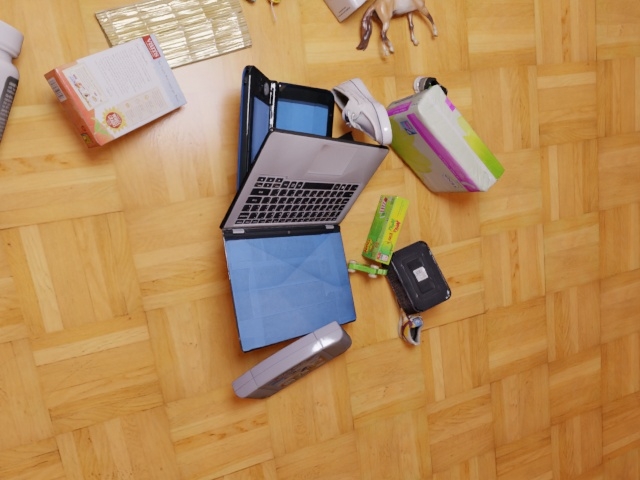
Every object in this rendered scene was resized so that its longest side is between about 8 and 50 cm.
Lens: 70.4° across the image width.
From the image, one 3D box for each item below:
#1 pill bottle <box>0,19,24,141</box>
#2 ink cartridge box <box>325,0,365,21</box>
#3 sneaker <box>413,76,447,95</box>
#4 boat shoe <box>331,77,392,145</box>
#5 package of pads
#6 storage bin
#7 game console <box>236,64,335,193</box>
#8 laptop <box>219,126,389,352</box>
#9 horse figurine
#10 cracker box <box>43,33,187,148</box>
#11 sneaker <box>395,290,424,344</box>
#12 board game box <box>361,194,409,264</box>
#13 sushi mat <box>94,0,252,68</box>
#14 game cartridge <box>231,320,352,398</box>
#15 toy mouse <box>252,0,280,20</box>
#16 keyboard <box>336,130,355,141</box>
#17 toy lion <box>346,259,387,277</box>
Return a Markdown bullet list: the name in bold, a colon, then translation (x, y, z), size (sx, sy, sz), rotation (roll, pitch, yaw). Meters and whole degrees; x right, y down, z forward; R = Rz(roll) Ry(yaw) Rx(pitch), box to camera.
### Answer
- **pill bottle**: translation (-0.681, -0.285, 0.862), size (0.161, 0.161, 0.283), rotation (17, 91, -21)
- **ink cartridge box**: translation (0.050, -0.719, 1.090), size (0.201, 0.117, 0.278), rotation (-45, 110, -9)
- **sneaker**: translation (0.325, -0.383, 1.261), size (0.063, 0.075, 0.170), rotation (-40, 109, -11)
- **boat shoe**: translation (0.096, -0.309, 1.116), size (0.084, 0.258, 0.095), rotation (-18, 135, -7)
- **package of pads**: translation (0.301, -0.248, 1.191), size (0.296, 0.229, 0.101), rotation (44, 79, -19)
- **storage bin**: translation (0.267, 0.105, 1.272), size (0.122, 0.084, 0.180), rotation (-23, 82, -15)
- **game console**: translation (-0.073, -0.230, 1.059), size (0.173, 0.250, 0.293), rotation (4, 97, 8)
- **laptop**: translation (0.000, 0.000, 1.029), size (0.382, 0.236, 0.408), rotation (-5, 138, -46)
- **horse figurine**: translation (0.204, -0.593, 1.193), size (0.263, 0.066, 0.174), rotation (-28, 112, -17)
- **cracker box**: translation (-0.414, -0.313, 0.944), size (0.232, 0.067, 0.155), rotation (-44, 123, -37)
- **sneaker**: translation (0.267, 0.212, 1.320), size (0.069, 0.084, 0.185), rotation (-11, 102, -18)
- **board game box**: translation (0.177, -0.032, 1.248), size (0.043, 0.092, 0.181), rotation (18, 91, -21)
- **sushi mat**: translation (-0.325, -0.482, 1.039), size (0.316, 0.019, 0.151), rotation (-23, 106, -15)
- **game cartridge**: translation (-0.064, 0.308, 1.138), size (0.297, 0.198, 0.062), rotation (-31, 71, 0)
- **toy mouse**: translation (-0.152, -0.625, 1.075), size (0.143, 0.031, 0.161), rotation (15, 92, -22)
- **keyboard**: translation (-0.046, -0.199, 1.177), size (0.317, 0.033, 0.201), rotation (-30, 108, -15)
- **toy lion**: translation (0.133, 0.078, 1.258), size (0.100, 0.096, 0.034), rotation (13, 94, 19)
